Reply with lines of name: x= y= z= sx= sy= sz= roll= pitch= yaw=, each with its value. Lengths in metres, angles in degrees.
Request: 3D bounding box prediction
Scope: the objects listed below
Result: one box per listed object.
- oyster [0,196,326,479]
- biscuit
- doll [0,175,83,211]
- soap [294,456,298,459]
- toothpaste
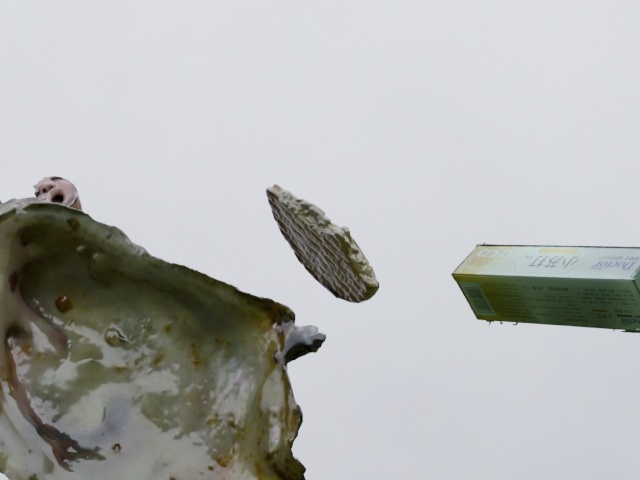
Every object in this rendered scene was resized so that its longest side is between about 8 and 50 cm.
oyster: x=-0.167 y=0.109 z=1.059 sx=0.361 sy=0.221 sz=0.096 roll=24 pitch=-20 yaw=19
biscuit: x=0.001 y=0.000 z=2.107 sx=0.031 sy=0.228 sz=0.176 roll=-31 pitch=-11 yaw=-24
doll: x=-0.413 y=0.067 z=2.033 sx=0.216 sy=0.284 sz=0.268 roll=-16 pitch=-38 yaw=-11
soap: x=-0.187 y=0.337 z=1.366 sx=0.293 sy=0.156 sz=0.335 roll=-7 pitch=25 yaw=38
toothpaste: x=0.298 y=0.057 z=1.814 sx=0.071 sy=0.089 sz=0.313 roll=-42 pitch=24 yaw=-28
